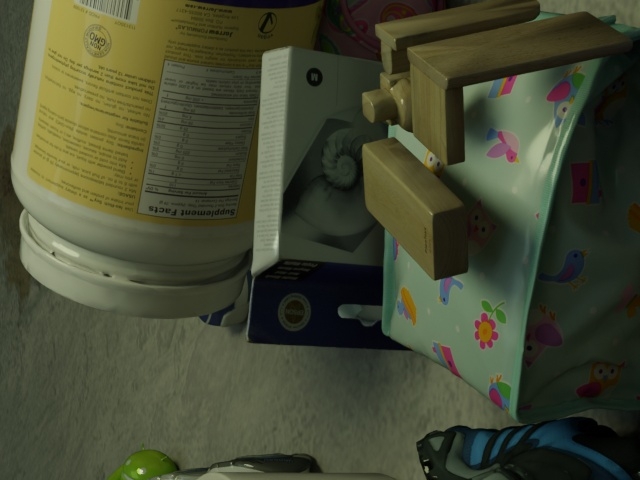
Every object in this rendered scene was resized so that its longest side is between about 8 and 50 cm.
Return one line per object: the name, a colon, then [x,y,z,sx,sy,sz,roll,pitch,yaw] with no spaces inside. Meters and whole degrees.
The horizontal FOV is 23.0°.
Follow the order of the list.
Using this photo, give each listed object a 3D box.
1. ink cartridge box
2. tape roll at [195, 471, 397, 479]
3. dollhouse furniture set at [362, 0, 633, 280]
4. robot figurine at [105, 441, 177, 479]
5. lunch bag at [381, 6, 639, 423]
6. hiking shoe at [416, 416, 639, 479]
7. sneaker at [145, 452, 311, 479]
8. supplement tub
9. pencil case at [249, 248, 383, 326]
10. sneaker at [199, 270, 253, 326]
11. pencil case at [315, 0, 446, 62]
ink cartridge box: [0.052,-0.025,1.222,0.045,0.223,0.224,0,86,58]
tape roll: [-0.020,0.325,1.370,0.246,0.169,0.246,-16,72,63]
dollhouse furniture set: [0.108,-0.072,1.014,0.144,0.123,0.151,-130,30,-56]
robot figurine: [-0.206,0.299,1.860,0.101,0.067,0.115,21,106,34]
lunch bag: [0.151,-0.032,1.099,0.223,0.160,0.262,-152,64,-62]
hiking shoe: [0.156,0.182,1.128,0.304,0.132,0.113,-166,55,-83]
sneaker: [-0.102,0.294,1.617,0.297,0.111,0.129,-25,69,61]
supplement tub: [-0.134,-0.125,1.340,0.241,0.241,0.331,-130,47,-55]
pencil case: [0.000,0.000,1.441,0.124,0.113,0.273,-58,28,-2]
sneaker: [-0.175,-0.035,1.627,0.315,0.182,0.127,84,170,-50]
pencil case: [0.002,-0.187,1.463,0.284,0.124,0.124,-20,68,61]
